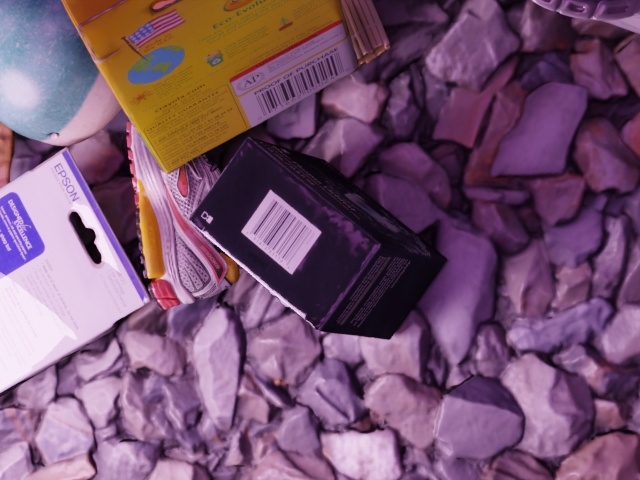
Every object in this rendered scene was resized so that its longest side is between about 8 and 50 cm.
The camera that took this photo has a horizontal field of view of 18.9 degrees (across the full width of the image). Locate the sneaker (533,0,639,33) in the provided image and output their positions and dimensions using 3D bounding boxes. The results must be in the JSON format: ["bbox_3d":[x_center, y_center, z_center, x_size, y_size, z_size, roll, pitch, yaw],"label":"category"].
[{"bbox_3d":[0.301,-0.199,1.546,0.297,0.129,0.111,23,100,5],"label":"sneaker"}]

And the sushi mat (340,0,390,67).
[{"bbox_3d":[-0.056,-0.278,1.761,0.151,0.019,0.316,-27,74,18],"label":"sushi mat"}]

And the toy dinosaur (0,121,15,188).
[{"bbox_3d":[-0.312,-0.082,1.826,0.112,0.064,0.211,-9,81,21],"label":"toy dinosaur"}]

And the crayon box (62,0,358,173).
[{"bbox_3d":[-0.087,-0.182,1.553,0.202,0.318,0.081,-28,72,-3],"label":"crayon box"}]

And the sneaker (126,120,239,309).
[{"bbox_3d":[-0.122,-0.052,1.739,0.092,0.088,0.225,-10,78,0],"label":"sneaker"}]

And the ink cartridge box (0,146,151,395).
[{"bbox_3d":[-0.313,0.060,1.790,0.332,0.065,0.165,-29,86,20],"label":"ink cartridge box"}]

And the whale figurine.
[{"bbox_3d":[-0.240,-0.225,1.752,0.216,0.141,0.272,-20,58,54],"label":"whale figurine"}]

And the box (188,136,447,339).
[{"bbox_3d":[0.000,0.000,1.626,0.156,0.158,0.093,40,101,22],"label":"box"}]
